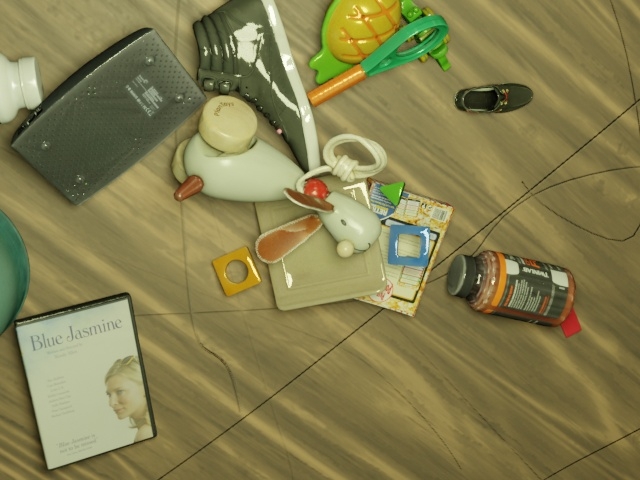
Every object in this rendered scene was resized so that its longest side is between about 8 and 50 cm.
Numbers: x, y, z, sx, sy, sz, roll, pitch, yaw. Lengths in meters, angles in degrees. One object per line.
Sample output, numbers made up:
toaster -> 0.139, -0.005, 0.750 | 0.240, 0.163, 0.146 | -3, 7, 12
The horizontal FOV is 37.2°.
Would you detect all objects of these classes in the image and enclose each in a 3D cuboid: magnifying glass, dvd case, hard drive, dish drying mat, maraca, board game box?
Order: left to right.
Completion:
dvd case -> -0.365, 0.221, 1.497 | 0.180, 0.022, 0.253 | -14, 107, -22
hard drive -> -0.306, -0.182, 1.375 | 0.254, 0.054, 0.172 | -40, 139, -2
maraca -> 0.053, -0.311, 1.429 | 0.127, 0.099, 0.186 | 9, 124, -34
magnifying glass -> 0.085, -0.266, 1.415 | 0.231, 0.092, 0.026 | -30, 76, 7
board game box -> 0.115, 0.012, 1.548 | 0.147, 0.045, 0.193 | 18, 100, -14
dish drying mat -> 0.428, 0.128, 1.660 | 0.032, 0.008, 0.083 | -27, 108, -3

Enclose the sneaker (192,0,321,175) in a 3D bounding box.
sneaker -> -0.099, -0.220, 1.423 | 0.147, 0.104, 0.296 | -21, 103, -2

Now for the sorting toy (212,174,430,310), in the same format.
sorting toy -> 0.000, 0.000, 1.498 | 0.347, 0.047, 0.196 | -11, 91, 10

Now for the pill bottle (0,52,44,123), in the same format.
pill bottle -> -0.490, -0.211, 1.341 | 0.184, 0.103, 0.103 | -9, 106, -8

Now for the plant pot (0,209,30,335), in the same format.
plant pot -> -0.558, 0.075, 1.322 | 0.271, 0.255, 0.272 | -3, 104, -10

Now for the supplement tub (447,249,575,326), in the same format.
supplement tub -> 0.313, 0.076, 1.573 | 0.198, 0.106, 0.106 | 13, 101, -15

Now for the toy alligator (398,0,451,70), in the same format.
toy alligator -> 0.148, -0.337, 1.462 | 0.056, 0.051, 0.190 | -39, 108, 0

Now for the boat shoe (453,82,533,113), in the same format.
boat shoe -> 0.282, -0.227, 1.524 | 0.133, 0.042, 0.049 | -5, 103, -11

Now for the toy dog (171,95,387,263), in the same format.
toy dog -> -0.079, -0.063, 1.376 | 0.333, 0.161, 0.220 | 18, 143, 11
